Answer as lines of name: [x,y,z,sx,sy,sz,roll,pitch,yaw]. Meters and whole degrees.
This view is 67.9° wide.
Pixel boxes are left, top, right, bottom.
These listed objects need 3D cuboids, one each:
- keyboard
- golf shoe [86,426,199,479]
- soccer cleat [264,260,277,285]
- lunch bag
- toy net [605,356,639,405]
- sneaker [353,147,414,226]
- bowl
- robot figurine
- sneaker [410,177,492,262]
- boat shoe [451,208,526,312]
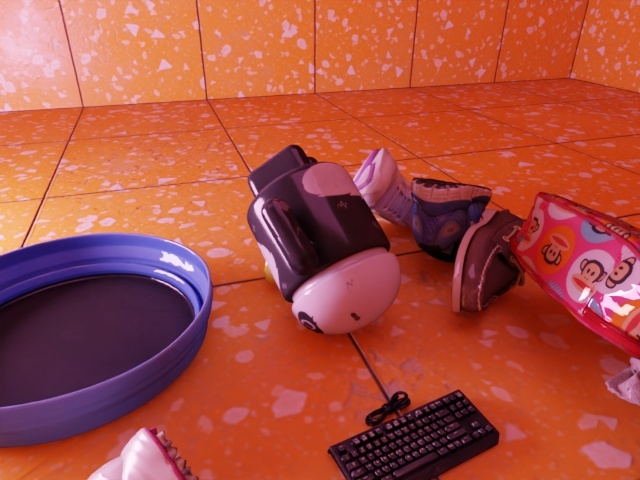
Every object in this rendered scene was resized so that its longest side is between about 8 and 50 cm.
keyboard: [0.098,0.213,0.528,0.180,0.023,0.108,-13,31,-25]
golf shoe: [-0.112,0.275,0.340,0.140,0.115,0.306,-30,33,-27]
soccer cleat: [0.006,-0.004,0.859,0.121,0.093,0.289,19,33,23]
lunch bag: [0.419,0.051,0.615,0.259,0.120,0.293,17,22,-12]
toy net: [0.477,0.161,0.606,0.233,0.045,0.122,-1,28,-2]
sneaker: [0.143,-0.094,0.922,0.152,0.114,0.305,37,11,7]
bowl: [-0.345,0.110,0.658,0.392,0.077,0.391,0,29,0]
robot figurine: [-0.003,0.001,0.692,0.209,0.173,0.278,-16,68,-34]
sneaker: [0.237,-0.040,0.901,0.130,0.147,0.330,13,11,27]
boat shoe: [0.292,0.029,0.783,0.097,0.116,0.324,12,24,26]
